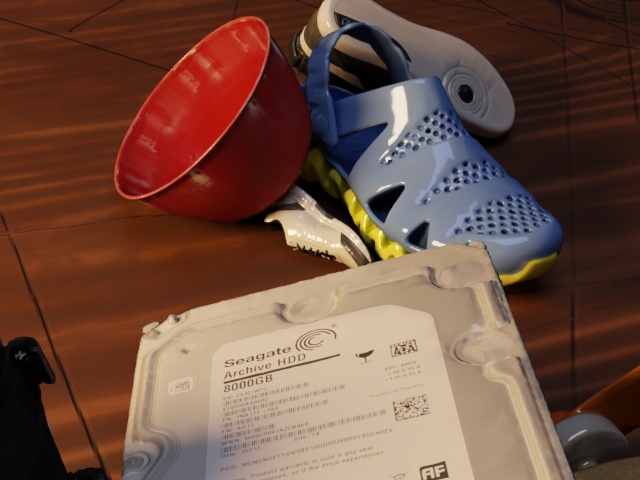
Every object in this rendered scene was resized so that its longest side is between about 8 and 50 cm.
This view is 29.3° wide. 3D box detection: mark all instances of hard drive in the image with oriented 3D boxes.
[{"bbox_3d":[0.009,0.122,0.656,0.236,0.064,0.339,-14,26,4],"label":"hard drive"}]

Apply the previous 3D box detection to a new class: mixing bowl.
[{"bbox_3d":[-0.074,-0.082,1.002,0.098,0.181,0.181,40,22,-30],"label":"mixing bowl"}]

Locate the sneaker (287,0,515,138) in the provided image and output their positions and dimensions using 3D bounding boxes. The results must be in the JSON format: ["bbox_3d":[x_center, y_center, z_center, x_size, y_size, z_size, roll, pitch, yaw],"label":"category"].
[{"bbox_3d":[0.071,-0.152,1.165,0.217,0.121,0.079,29,62,-18],"label":"sneaker"}]

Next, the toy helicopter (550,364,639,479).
[{"bbox_3d":[0.106,0.170,0.677,0.355,0.140,0.235,0,38,8],"label":"toy helicopter"}]

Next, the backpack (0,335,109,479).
[{"bbox_3d":[-0.221,0.174,0.553,0.191,0.225,0.253,-10,31,11],"label":"backpack"}]

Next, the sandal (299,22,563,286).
[{"bbox_3d":[0.072,-0.075,1.001,0.126,0.138,0.317,-17,42,-39],"label":"sandal"}]

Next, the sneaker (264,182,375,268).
[{"bbox_3d":[0.000,0.000,0.985,0.044,0.040,0.109,-45,59,-12],"label":"sneaker"}]
